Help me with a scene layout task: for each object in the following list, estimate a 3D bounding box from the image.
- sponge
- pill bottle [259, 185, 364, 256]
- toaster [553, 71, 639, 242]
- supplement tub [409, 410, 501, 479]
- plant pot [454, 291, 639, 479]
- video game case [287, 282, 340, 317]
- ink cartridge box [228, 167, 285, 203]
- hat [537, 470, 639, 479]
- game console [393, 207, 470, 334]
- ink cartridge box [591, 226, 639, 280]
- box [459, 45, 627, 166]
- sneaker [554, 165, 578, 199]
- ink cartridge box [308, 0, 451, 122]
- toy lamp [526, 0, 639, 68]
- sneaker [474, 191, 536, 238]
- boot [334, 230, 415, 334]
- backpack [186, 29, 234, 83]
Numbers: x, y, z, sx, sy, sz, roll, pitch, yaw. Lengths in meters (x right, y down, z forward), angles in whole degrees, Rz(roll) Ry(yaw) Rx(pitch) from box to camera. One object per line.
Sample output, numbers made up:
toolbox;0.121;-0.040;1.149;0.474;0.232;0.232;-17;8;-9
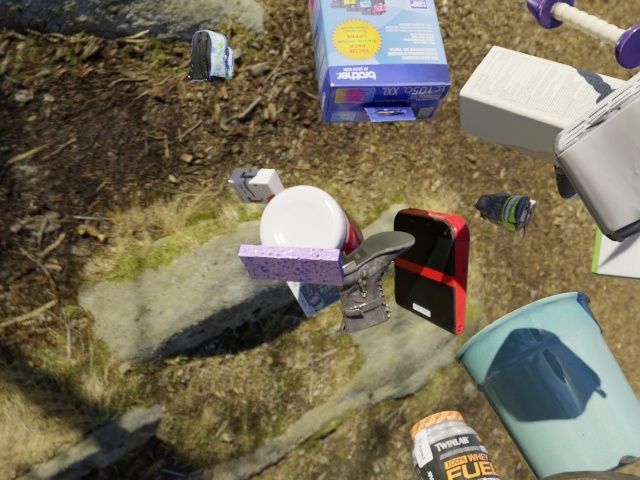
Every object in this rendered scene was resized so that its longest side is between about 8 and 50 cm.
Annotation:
sponge;-0.058;0.052;1.151;0.117;0.209;0.031;78;17;-59
pill bottle;0.000;0.000;1.578;0.407;0.228;0.229;32;72;-70
toaster;0.377;-0.112;0.603;0.129;0.227;0.146;-32;82;-38
supplement tub;0.350;0.609;1.365;0.193;0.316;0.194;-11;138;-10
plant pot;0.525;0.344;1.189;0.341;0.341;0.334;13;43;-42
video game case;0.000;0.154;1.867;0.190;0.022;0.173;-29;116;-2
ink cartridge box;-0.183;-0.156;1.573;0.056;0.135;0.099;-68;149;-31
hat;0.237;0.377;0.470;0.331;0.331;0.134;-42;116;-30
game console;0.336;0.079;1.694;0.060;0.386;0.343;-6;100;-19
ink cartridge box;0.647;-0.013;0.991;0.096;0.255;0.189;8;90;-28
box;0.439;-0.246;1.043;0.148;0.311;0.121;-52;151;-15
sneaker;0.502;-0.163;1.129;0.064;0.061;0.158;0;87;-33
ink cartridge box;0.129;-0.421;1.230;0.269;0.151;0.396;-4;72;-7
toy lamp;0.464;-0.390;0.961;0.080;0.275;0.080;-12;129;-15
sneaker;0.495;-0.080;1.445;0.300;0.121;0.111;17;94;-63
boot;0.144;0.114;1.412;0.262;0.091;0.229;-23;119;-1
backpack;-0.257;-0.432;1.282;0.084;0.105;0.115;-11;111;-43
